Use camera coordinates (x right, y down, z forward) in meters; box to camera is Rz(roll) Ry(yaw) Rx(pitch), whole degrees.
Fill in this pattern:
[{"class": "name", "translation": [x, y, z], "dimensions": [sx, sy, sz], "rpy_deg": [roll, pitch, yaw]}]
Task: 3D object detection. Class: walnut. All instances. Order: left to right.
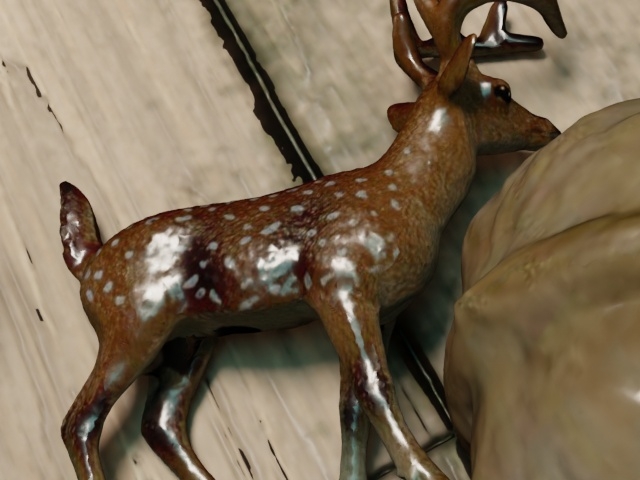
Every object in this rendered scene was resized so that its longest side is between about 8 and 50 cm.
[{"class": "walnut", "translation": [0.146, 0.052, 0.387], "dimensions": [0.224, 0.224, 0.224], "rpy_deg": [-3, 67, 7]}]

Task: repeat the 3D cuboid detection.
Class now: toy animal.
[{"class": "toy animal", "translation": [-0.001, -0.007, 0.503], "dimensions": [0.243, 0.087, 0.260], "rpy_deg": [-7, 70, 3]}]
